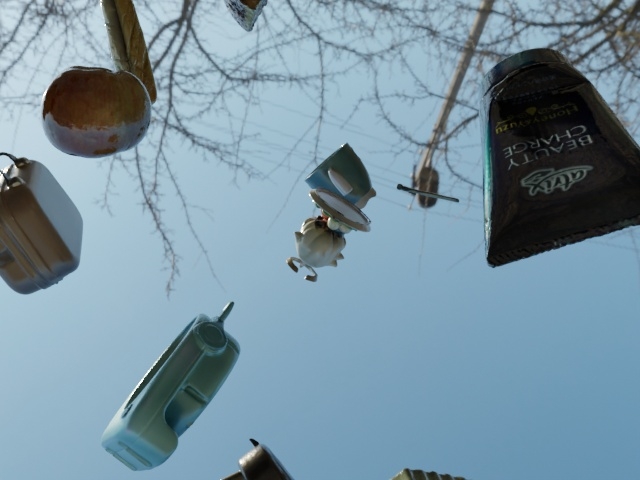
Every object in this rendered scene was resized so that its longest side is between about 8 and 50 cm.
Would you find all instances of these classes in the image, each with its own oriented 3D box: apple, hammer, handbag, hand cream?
[{"bbox_3d":[-0.268,-0.153,0.720,0.126,0.102,0.126,2,-159,-1],"label":"apple"},{"bbox_3d":[0.291,-0.122,1.622,0.182,0.017,0.062,19,-176,42],"label":"hammer"},{"bbox_3d":[-0.621,-0.061,1.263,0.149,0.283,0.302,-26,-149,-5],"label":"handbag"},{"bbox_3d":[0.178,-0.076,0.480,0.120,0.061,0.270,-18,-147,20],"label":"hand cream"}]

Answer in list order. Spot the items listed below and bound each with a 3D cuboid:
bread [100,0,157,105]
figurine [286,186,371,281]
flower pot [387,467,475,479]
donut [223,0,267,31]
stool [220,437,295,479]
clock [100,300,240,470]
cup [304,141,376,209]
[{"bbox_3d":[-0.337,-0.335,1.048,0.053,0.214,0.073,-7,-167,22],"label":"bread"},{"bbox_3d":[0.000,0.000,1.081,0.132,0.153,0.132,30,-163,-10],"label":"figurine"},{"bbox_3d":[0.150,0.447,0.799,0.209,0.239,0.189,-16,-155,-5],"label":"flower pot"},{"bbox_3d":[-0.116,-0.469,0.989,0.151,0.112,0.295,25,-118,-3],"label":"donut"},{"bbox_3d":[-0.093,0.486,1.160,0.121,0.125,0.217,-39,-105,-14],"label":"stool"},{"bbox_3d":[-0.215,0.218,0.945,0.094,0.223,0.274,41,-123,-8],"label":"clock"},{"bbox_3d":[0.069,-0.166,1.767,0.173,0.167,0.299,49,-171,-8],"label":"cup"}]
